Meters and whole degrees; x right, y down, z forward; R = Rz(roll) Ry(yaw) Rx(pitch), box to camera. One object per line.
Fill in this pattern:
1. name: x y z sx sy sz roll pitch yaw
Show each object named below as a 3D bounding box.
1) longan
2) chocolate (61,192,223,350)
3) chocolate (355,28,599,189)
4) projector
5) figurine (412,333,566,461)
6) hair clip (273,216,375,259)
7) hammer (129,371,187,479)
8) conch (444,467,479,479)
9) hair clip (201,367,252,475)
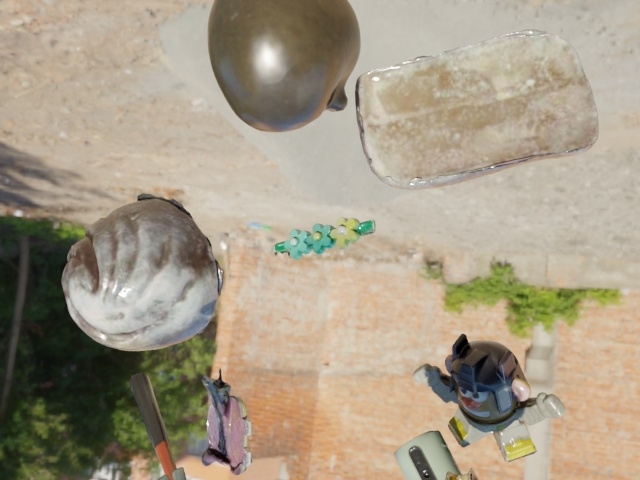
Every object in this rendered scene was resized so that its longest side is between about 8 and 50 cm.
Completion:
1. longan: -0.057 -0.331 1.290 0.301 0.300 0.243 9 -174 -23
2. chocolate: -0.360 0.076 1.355 0.304 0.303 0.213 2 -170 28
3. chocolate: 0.205 -0.164 0.995 0.304 0.185 0.100 -12 160 9
4. projector: 0.259 0.533 1.401 0.108 0.337 0.108 -20 150 -12
5. figurine: 0.334 0.308 1.491 0.309 0.143 0.308 7 129 9
6. hair clip: 0.000 0.001 1.023 0.173 0.049 0.049 -17 159 39
7. hammer: -0.208 0.273 0.971 0.033 0.111 0.287 -20 -146 -16
8. conch: 0.169 0.451 0.937 0.210 0.291 0.159 1 150 -16
9. hair clip: -0.164 0.312 1.263 0.056 0.186 0.146 -16 -166 -35
